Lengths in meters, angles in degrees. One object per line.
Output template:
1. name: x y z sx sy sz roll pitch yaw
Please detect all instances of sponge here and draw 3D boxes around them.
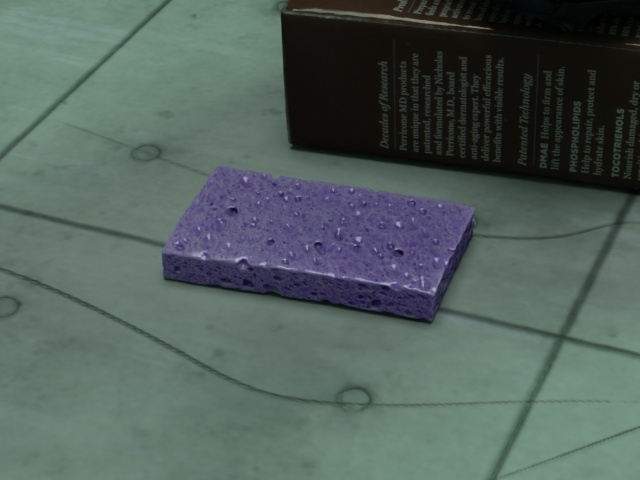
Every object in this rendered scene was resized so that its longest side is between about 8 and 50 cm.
1. sponge: 0.000 0.000 1.245 0.210 0.031 0.117 9 37 15

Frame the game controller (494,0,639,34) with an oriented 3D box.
1. game controller: 0.157 -0.253 1.331 0.166 0.067 0.319 -16 37 -20

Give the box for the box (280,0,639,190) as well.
1. box: 0.176 -0.154 1.363 0.381 0.143 0.191 10 37 14
